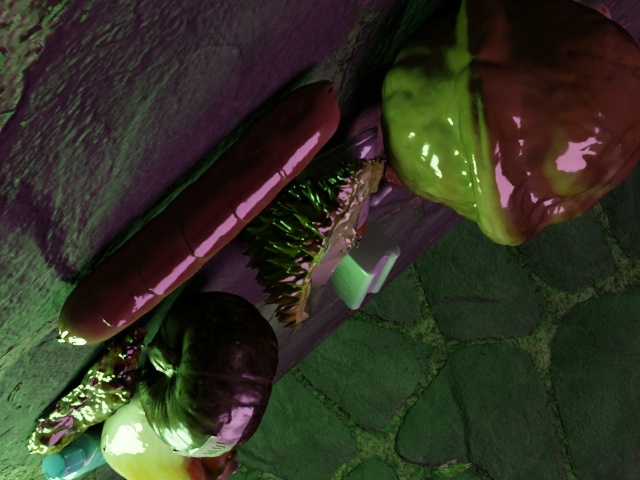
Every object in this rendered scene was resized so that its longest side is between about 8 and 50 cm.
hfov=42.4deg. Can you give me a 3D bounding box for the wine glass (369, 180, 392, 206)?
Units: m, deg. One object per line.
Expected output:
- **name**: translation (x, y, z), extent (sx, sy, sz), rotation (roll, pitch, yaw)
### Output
- **wine glass**: translation (0.109, -0.086, 1.671), extent (0.083, 0.039, 0.042), rotation (-41, -169, -16)

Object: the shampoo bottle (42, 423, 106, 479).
- **shampoo bottle**: translation (-0.431, 0.394, 1.558), extent (0.104, 0.061, 0.258), rotation (-49, 169, 9)

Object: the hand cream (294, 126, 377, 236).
- **hand cream**: translation (0.034, -0.087, 1.309), extent (0.140, 0.089, 0.314), rotation (-29, 160, -3)

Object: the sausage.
- **sausage**: translation (-0.137, -0.023, 0.936), extent (0.433, 0.088, 0.088), rotation (-42, 169, 1)

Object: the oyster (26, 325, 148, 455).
- **oyster**: translation (-0.349, 0.240, 1.261), extent (0.129, 0.078, 0.345), rotation (-13, 152, -53)

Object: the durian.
- **durian**: translation (0.003, 0.009, 1.214), extent (0.198, 0.163, 0.394), rotation (-8, 148, -23)

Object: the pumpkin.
- **pumpkin**: translation (-0.187, 0.196, 1.269), extent (0.189, 0.260, 0.260), rotation (21, 123, -38)

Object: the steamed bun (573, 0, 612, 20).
- **steamed bun**: translation (0.376, -0.336, 1.400), extent (0.228, 0.130, 0.177), rotation (-36, -177, 14)

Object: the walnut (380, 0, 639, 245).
- **walnut**: translation (0.260, -0.175, 1.106), extent (0.383, 0.383, 0.383), rotation (-41, 169, -10)

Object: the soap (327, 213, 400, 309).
- **soap**: translation (0.057, 0.028, 1.616), extent (0.087, 0.160, 0.265), rotation (-39, 169, -14)

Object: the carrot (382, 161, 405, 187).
- **carrot**: translation (0.133, -0.132, 1.581), extent (0.049, 0.049, 0.254), rotation (-45, 166, 12)

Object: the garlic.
- **garlic**: translation (-0.266, 0.344, 1.541), extent (0.286, 0.249, 0.313), rotation (-33, 124, -26)
